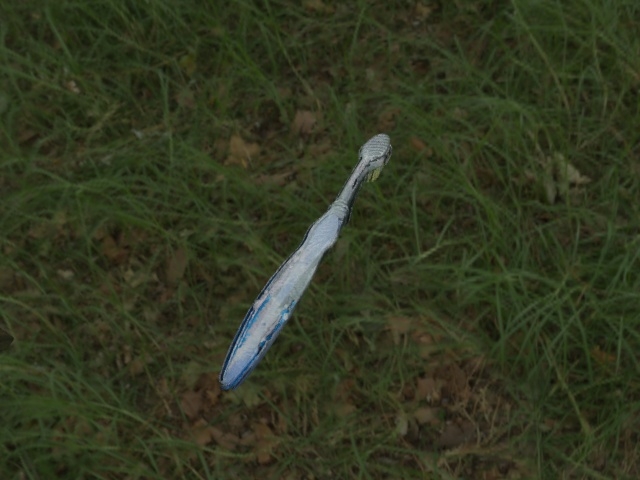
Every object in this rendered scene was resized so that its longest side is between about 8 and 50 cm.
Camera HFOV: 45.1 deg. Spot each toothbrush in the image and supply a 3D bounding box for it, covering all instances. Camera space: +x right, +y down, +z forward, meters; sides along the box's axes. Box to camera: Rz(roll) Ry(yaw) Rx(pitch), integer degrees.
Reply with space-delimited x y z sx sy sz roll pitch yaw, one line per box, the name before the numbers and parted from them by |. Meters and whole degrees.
toothbrush | 0.000 0.000 0.759 0.035 0.042 0.413 16 39 16

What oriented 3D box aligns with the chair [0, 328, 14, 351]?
chair | -0.442 0.134 0.601 0.203 0.416 0.241 33 82 -2
